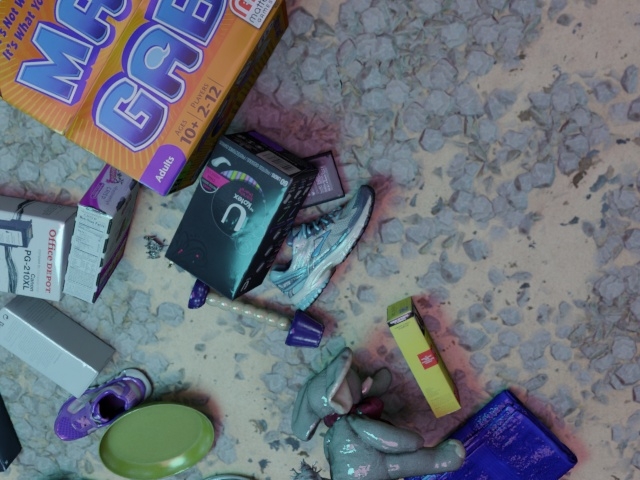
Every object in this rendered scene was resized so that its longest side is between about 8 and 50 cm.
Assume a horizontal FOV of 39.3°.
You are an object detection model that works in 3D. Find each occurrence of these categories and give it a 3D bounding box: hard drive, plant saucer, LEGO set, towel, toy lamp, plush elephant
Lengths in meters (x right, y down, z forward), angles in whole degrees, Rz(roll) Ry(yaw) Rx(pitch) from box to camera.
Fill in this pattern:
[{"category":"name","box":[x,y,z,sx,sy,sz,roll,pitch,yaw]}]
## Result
[{"category":"hard drive","box":[-0.030,-0.111,1.744,0.135,0.022,0.094,-15,105,9]},{"category":"plant saucer","box":[-0.344,0.412,1.880,0.241,0.037,0.241,-10,132,-11]},{"category":"LEGO set","box":[-0.326,0.023,1.809,0.083,0.023,0.054,26,107,-3]},{"category":"towel","box":[0.352,0.483,1.865,0.227,0.076,0.308,44,106,-8]},{"category":"toy lamp","box":[-0.127,0.150,1.806,0.274,0.080,0.080,20,108,2]},{"category":"plush elephant","box":[0.071,0.354,1.781,0.330,0.272,0.255,2,69,-28]}]

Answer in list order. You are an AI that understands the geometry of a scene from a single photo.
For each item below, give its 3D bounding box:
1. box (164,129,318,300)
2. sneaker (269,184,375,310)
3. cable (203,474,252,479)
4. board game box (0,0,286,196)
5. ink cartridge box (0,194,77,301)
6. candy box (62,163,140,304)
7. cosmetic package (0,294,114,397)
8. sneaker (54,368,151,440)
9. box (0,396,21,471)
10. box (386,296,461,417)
[{"category":"box","box":[-0.148,-0.050,1.687,0.165,0.143,0.270,32,110,12]},{"category":"sneaker","box":[0.000,0.000,1.733,0.122,0.110,0.283,34,106,-1]},{"category":"cable","box":[-0.195,0.638,1.952,0.257,0.089,0.257,-31,102,13]},{"category":"board game box","box":[-0.295,-0.324,1.494,0.356,0.356,0.356,32,95,-4]},{"category":"ink cartridge box","box":[-0.609,0.010,1.789,0.237,0.100,0.172,10,108,2]},{"category":"candy box","box":[-0.413,-0.017,1.698,0.071,0.159,0.233,21,128,-3]},{"category":"cosmetic package","box":[-0.551,0.209,1.839,0.231,0.117,0.085,38,107,-6]},{"category":"sneaker","box":[-0.470,0.358,1.884,0.236,0.104,0.095,-30,104,14]},{"category":"box","box":[-0.756,0.422,1.933,0.158,0.093,0.156,-13,105,10]},{"category":"box","box":[0.206,0.234,1.797,0.058,0.087,0.232,-24,102,11]}]
